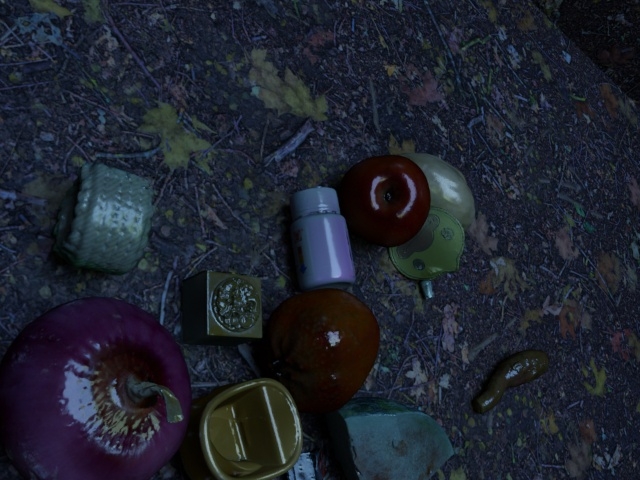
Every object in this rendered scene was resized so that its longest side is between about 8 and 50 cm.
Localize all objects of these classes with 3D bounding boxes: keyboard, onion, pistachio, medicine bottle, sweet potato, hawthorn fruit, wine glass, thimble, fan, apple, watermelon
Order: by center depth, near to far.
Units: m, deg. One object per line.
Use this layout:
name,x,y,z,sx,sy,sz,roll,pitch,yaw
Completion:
onion,-0.381,0.268,1.201,0.358,0.344,0.358,54,15,-21
thimble,-0.434,-0.045,1.327,0.150,0.219,0.219,17,63,-32
keyboard,-0.034,0.602,1.505,0.072,0.023,0.231,0,61,-24
hawthorn fruit,0.023,0.247,1.560,0.330,0.287,0.287,-17,85,-42
watermelon,0.146,0.515,1.611,0.387,0.228,0.259,30,64,-39
medicine bottle,0.000,0.000,1.720,0.151,0.152,0.255,3,71,-39
apple,0.178,-0.109,1.837,0.260,0.216,0.261,0,84,-3
fan,0.282,-0.017,1.961,0.335,0.230,0.011,41,6,-2
wine glass,0.320,0.136,2.012,0.038,0.042,0.083,-14,84,-4
pistachio,0.335,-0.142,2.031,0.318,0.193,0.214,34,70,-8
sweet potato,0.606,0.424,2.095,0.385,0.109,0.109,-19,86,-37

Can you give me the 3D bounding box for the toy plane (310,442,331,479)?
toy plane,-0.004,0.553,1.577,0.060,0.037,0.145,28,53,-41

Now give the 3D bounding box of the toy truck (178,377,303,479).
toy truck,-0.170,0.398,1.374,0.288,0.211,0.205,-6,76,-45

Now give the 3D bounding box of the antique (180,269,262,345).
antique,-0.217,0.150,1.482,0.146,0.148,0.152,8,71,-36
